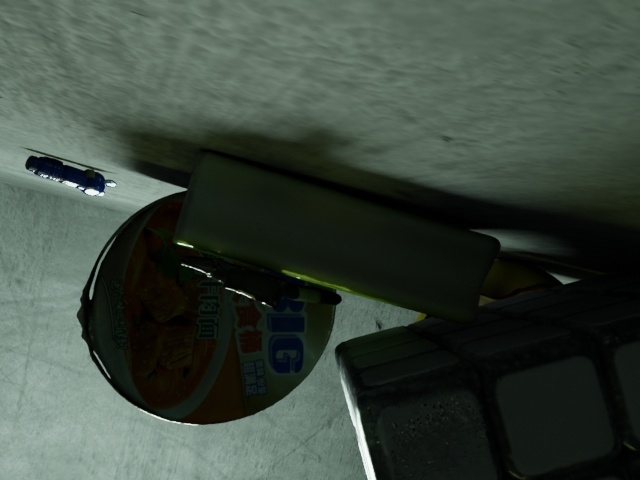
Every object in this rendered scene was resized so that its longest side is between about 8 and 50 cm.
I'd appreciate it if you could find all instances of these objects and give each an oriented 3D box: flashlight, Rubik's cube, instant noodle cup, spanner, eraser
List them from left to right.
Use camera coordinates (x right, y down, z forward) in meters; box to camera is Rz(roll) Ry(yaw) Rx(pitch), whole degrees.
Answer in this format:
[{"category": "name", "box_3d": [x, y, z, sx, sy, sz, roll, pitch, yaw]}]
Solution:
[{"category": "flashlight", "box_3d": [-0.352, -0.093, 0.916, 0.121, 0.035, 0.057, 21, 148, -41]}, {"category": "instant noodle cup", "box_3d": [-0.151, 0.063, 0.839, 0.297, 0.296, 0.214, 14, -176, -21]}, {"category": "spanner", "box_3d": [-0.037, 0.044, 0.626, 0.087, 0.024, 0.316, 16, 178, 16]}, {"category": "eraser", "box_3d": [0.000, 0.000, 0.634, 0.274, 0.092, 0.210, 15, 177, -13]}, {"category": "Rubik's cube", "box_3d": [0.217, 0.225, 0.578, 0.344, 0.336, 0.344, -14, 178, -1]}]

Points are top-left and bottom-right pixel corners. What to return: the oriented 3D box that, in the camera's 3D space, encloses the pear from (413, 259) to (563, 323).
[{"category": "pear", "box_3d": [0.249, 0.203, 0.914, 0.341, 0.386, 0.191, -5, -162, 6]}]
